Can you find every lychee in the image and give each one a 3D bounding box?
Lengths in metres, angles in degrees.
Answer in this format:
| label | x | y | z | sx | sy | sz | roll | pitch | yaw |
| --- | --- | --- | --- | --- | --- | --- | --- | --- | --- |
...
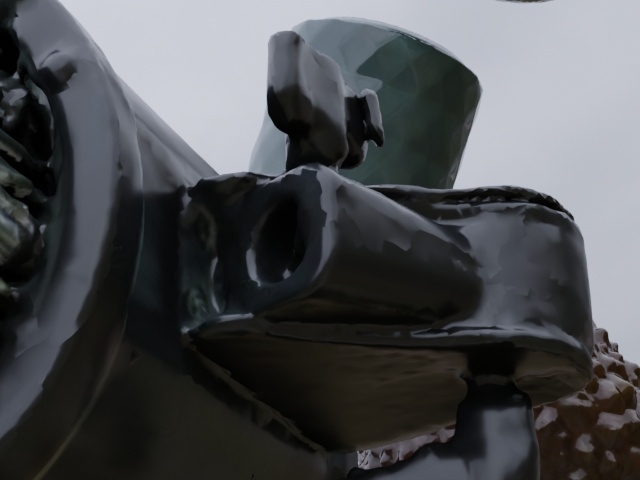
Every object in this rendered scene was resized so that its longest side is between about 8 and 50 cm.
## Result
| label | x | y | z | sx | sy | sz | roll | pitch | yaw |
| --- | --- | --- | --- | --- | --- | --- | --- | --- | --- |
| lychee | 0.106 | 0.125 | 1.157 | 0.200 | 0.238 | 0.200 | -55 | -15 | -22 |

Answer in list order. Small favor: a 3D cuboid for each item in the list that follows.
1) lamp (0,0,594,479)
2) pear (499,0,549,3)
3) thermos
| label | x | y | z | sx | sy | sz | roll | pitch | yaw |
| --- | --- | --- | --- | --- | --- | --- | --- | --- | --- |
| lamp | -0.125 | 0.037 | 0.629 | 0.374 | 0.205 | 0.272 | -22 | -33 | 35 |
| pear | 0.134 | -0.239 | 1.269 | 0.167 | 0.167 | 0.136 | -20 | -2 | -14 |
| thermos | 0.000 | 0.000 | 1.324 | 0.145 | 0.287 | 0.182 | 23 | -12 | -22 |
